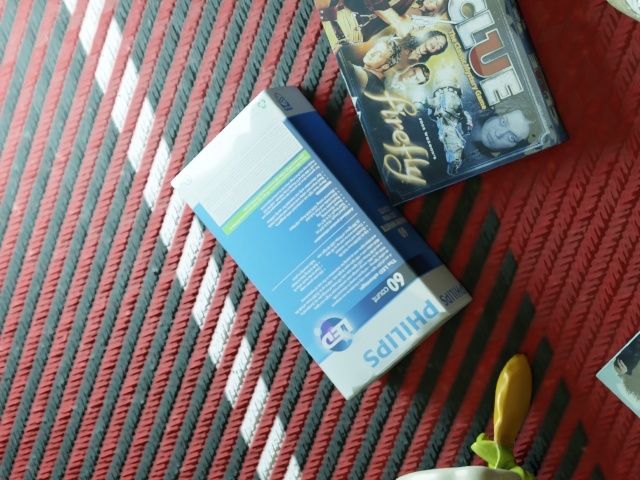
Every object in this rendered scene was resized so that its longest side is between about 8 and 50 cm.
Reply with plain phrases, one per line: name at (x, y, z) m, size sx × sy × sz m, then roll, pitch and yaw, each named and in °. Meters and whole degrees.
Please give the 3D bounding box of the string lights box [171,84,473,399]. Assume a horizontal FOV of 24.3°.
string lights box at (0.000, 0.000, 1.354) m, size 0.133 × 0.077 × 0.259 m, roll -42°, pitch 83°, yaw 23°

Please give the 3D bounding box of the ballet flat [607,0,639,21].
ballet flat at (0.308, -0.190, 1.204) m, size 0.206 × 0.067 × 0.073 m, roll 27°, pitch 109°, yaw 16°

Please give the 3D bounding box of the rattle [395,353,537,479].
rattle at (0.099, 0.194, 1.354) m, size 0.200 × 0.130 × 0.142 m, roll -20°, pitch 79°, yaw 50°

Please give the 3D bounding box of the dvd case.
dvd case at (0.311, 0.129, 1.286) m, size 0.119 × 0.013 × 0.087 m, roll 45°, pitch 112°, yaw 9°

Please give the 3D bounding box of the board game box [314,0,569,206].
board game box at (0.097, -0.172, 1.305) m, size 0.165 × 0.042 × 0.243 m, roll -21°, pitch 91°, yaw 23°
